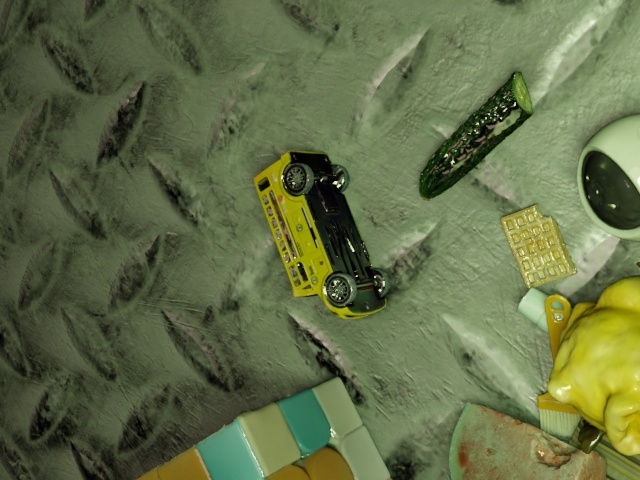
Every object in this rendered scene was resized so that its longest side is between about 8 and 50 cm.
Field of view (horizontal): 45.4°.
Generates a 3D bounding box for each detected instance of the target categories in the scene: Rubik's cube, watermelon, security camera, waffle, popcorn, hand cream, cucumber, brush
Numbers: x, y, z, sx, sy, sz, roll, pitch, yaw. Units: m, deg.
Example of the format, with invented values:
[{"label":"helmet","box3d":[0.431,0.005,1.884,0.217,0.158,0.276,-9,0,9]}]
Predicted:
[{"label":"Rubik's cube","box3d":[-0.092,0.504,1.437,0.346,0.347,0.344,-35,75,31]},{"label":"watermelon","box3d":[0.347,0.387,1.242,0.226,0.148,0.318,-44,34,15]},{"label":"security camera","box3d":[0.492,-0.083,1.108,0.236,0.194,0.195,39,113,27]},{"label":"waffle","box3d":[0.366,0.008,1.292,0.092,0.021,0.135,-23,84,34]},{"label":"popcorn","box3d":[0.469,0.157,1.056,0.297,0.315,0.281,15,126,51]},{"label":"hand cream","box3d":[0.469,0.185,1.227,0.331,0.058,0.085,35,97,19]},{"label":"cucumber","box3d":[0.261,-0.171,1.313,0.265,0.077,0.077,-43,72,29]},{"label":"brush","box3d":[0.396,0.209,1.244,0.103,0.013,0.272,1,115,32]}]

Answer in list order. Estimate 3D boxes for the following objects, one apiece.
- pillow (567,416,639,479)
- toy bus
[{"label":"pillow","box3d":[0.498,0.348,1.207,0.208,0.052,0.212,27,118,22]},{"label":"toy bus","box3d":[0.000,0.000,1.455,0.151,0.145,0.331,-27,77,32]}]
